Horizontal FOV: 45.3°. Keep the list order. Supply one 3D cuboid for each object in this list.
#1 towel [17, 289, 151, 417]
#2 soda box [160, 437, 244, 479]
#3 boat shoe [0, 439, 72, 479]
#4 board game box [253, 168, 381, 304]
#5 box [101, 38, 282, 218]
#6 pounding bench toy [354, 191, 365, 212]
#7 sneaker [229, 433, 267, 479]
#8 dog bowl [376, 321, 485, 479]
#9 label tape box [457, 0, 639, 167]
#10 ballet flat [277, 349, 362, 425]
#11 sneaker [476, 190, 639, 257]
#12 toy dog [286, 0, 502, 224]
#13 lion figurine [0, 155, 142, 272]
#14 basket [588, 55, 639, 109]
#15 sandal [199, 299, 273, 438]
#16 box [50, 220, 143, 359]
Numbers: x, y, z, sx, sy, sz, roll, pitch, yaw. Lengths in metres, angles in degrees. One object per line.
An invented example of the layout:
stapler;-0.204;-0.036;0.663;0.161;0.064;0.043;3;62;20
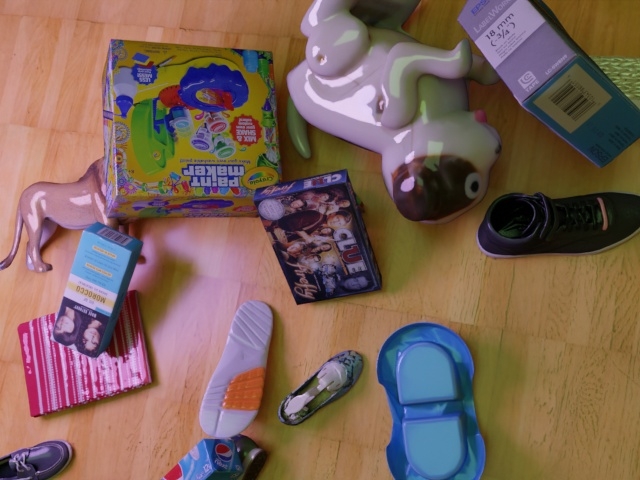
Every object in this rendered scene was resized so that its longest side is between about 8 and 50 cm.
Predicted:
towel;-0.475;0.227;1.536;0.275;0.031;0.199;-17;75;10
soda box;-0.229;0.435;1.363;0.210;0.071;0.067;-47;49;26
boat shoe;-0.589;0.448;1.513;0.206;0.065;0.075;-21;76;11
board game box;0.000;0.000;1.351;0.165;0.243;0.042;-12;35;13
box;-0.238;-0.192;1.396;0.290;0.177;0.279;-2;79;-21
pounding bench toy;0.040;-0.064;1.413;0.065;0.083;0.052;-39;73;7
sneaker;-0.177;0.440;1.410;0.086;0.064;0.192;35;96;32
dog bowl;0.192;0.290;1.322;0.166;0.074;0.297;-9;80;14
label tape box;0.339;-0.293;1.196;0.106;0.241;0.333;-44;45;24
ballet flat;-0.002;0.269;1.383;0.188;0.070;0.070;-44;73;5
sneaker;0.406;-0.032;1.277;0.296;0.147;0.104;-10;77;12
toy dog;0.132;-0.214;1.316;0.395;0.284;0.408;-43;73;19
lion figurine;-0.481;-0.067;1.519;0.392;0.142;0.240;-7;94;7
basket;0.511;-0.247;1.300;0.167;0.113;0.103;6;81;16
sandal;-0.143;0.243;1.427;0.102;0.076;0.265;15;64;3
box;-0.421;0.095;1.441;0.100;0.060;0.244;24;111;2
